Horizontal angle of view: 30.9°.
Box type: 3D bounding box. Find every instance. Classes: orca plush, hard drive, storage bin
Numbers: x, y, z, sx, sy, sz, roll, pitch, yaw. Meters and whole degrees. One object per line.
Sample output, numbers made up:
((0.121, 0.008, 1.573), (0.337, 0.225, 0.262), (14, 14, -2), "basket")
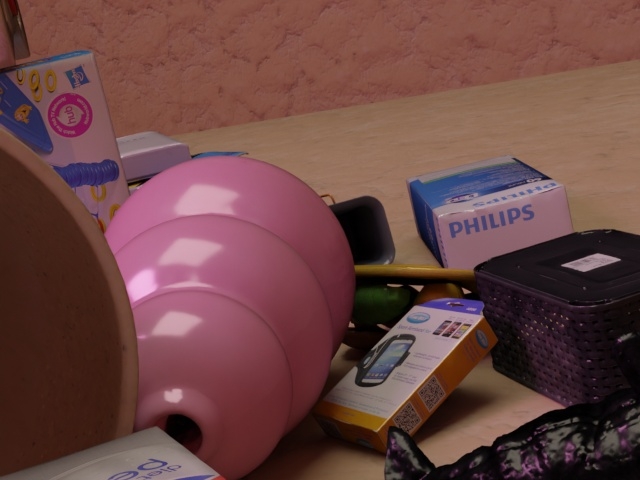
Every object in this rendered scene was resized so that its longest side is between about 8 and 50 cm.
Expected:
((0.169, 0.093, 0.644), (0.287, 0.102, 0.151), (-7, 13, 25), "orca plush")
((-0.324, -0.122, 1.779), (0.203, 0.040, 0.307), (-15, 13, -14), "hard drive")
((0.203, 0.054, 0.838), (0.122, 0.084, 0.180), (-16, 13, -16), "storage bin")
((0.000, 0.000, 1.304), (0.135, 0.098, 0.091), (-16, 2, -16), "storage bin")

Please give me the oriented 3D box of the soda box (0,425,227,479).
((-0.059, 0.161, 0.473), (0.091, 0.098, 0.286), (-15, 9, -22), "soda box")

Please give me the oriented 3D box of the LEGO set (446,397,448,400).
((0.082, 0.109, 0.877), (0.054, 0.024, 0.083), (-9, -1, 7), "LEGO set")

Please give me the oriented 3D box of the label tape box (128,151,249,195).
((-0.302, -0.047, 1.783), (0.347, 0.115, 0.249), (-6, 14, 19), "label tape box")

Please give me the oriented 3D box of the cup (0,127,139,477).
((-0.300, 0.063, 0.636), (0.331, 0.331, 0.237), (-20, 23, -30), "cup")

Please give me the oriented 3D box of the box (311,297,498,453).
((0.065, 0.093, 0.833), (0.136, 0.028, 0.081), (-41, 24, -25), "box")

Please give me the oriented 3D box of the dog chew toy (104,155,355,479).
((-0.077, 0.062, 0.836), (0.206, 0.207, 0.332), (-12, 18, 6), "dog chew toy")

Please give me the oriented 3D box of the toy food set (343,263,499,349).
((0.069, 0.060, 0.996), (0.128, 0.071, 0.218), (6, -5, -28), "toy food set")

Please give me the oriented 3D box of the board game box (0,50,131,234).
((-0.316, 0.014, 1.028), (0.301, 0.308, 0.086), (-17, 14, -19), "board game box")

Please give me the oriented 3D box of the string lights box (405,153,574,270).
((0.180, -0.031, 1.273), (0.133, 0.077, 0.260), (-13, 12, 0), "string lights box")

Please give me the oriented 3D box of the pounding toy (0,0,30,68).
((-0.351, -0.208, 1.034), (0.154, 0.154, 0.269), (-14, 32, -7), "pounding toy")
